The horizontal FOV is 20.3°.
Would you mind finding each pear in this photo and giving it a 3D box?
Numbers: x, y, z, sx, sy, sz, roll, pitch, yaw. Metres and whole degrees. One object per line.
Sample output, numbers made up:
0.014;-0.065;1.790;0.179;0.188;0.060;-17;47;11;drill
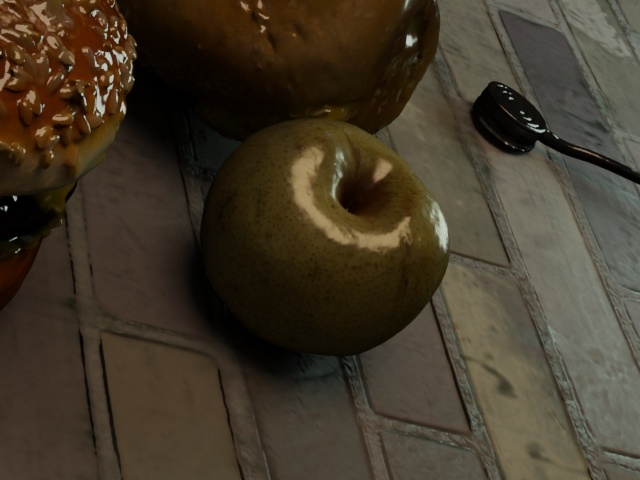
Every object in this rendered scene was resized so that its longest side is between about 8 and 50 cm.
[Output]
0.000;0.000;1.193;0.167;0.136;0.167;23;38;-20;pear

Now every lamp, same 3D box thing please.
0.321;-0.068;1.596;0.371;0.108;0.130;33;29;-4;lamp

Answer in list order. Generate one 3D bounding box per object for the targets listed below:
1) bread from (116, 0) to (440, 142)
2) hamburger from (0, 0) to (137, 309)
-0.050;-0.168;1.315;0.246;0.176;0.195;34;-3;19;bread
-0.243;-0.094;1.007;0.291;0.225;0.291;24;32;-16;hamburger
